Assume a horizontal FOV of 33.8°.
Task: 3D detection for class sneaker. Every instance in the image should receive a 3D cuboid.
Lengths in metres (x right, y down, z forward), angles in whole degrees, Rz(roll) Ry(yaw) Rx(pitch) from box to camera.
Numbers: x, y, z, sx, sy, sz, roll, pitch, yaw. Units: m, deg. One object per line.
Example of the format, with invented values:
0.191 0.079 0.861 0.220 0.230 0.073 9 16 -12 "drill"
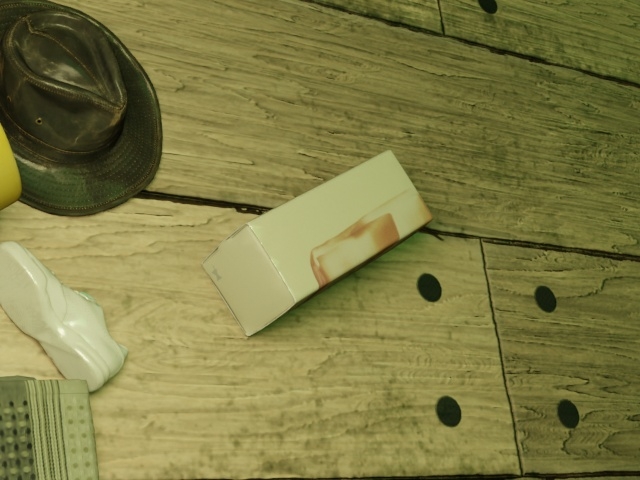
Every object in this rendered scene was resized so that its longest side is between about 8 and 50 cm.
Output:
-0.320 0.082 1.304 0.212 0.080 0.094 55 39 -8 "sneaker"

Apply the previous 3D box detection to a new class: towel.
-0.363 0.304 1.131 0.312 0.056 0.324 8 68 -49 "towel"

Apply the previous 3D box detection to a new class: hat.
-0.331 -0.207 1.385 0.331 0.134 0.331 15 60 -28 "hat"

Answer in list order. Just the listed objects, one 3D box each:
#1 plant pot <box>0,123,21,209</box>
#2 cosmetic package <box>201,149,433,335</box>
-0.501 -0.101 1.164 0.239 0.254 0.254 -32 88 -25 "plant pot"
0.000 0.000 1.497 0.296 0.153 0.129 -29 85 -38 "cosmetic package"
